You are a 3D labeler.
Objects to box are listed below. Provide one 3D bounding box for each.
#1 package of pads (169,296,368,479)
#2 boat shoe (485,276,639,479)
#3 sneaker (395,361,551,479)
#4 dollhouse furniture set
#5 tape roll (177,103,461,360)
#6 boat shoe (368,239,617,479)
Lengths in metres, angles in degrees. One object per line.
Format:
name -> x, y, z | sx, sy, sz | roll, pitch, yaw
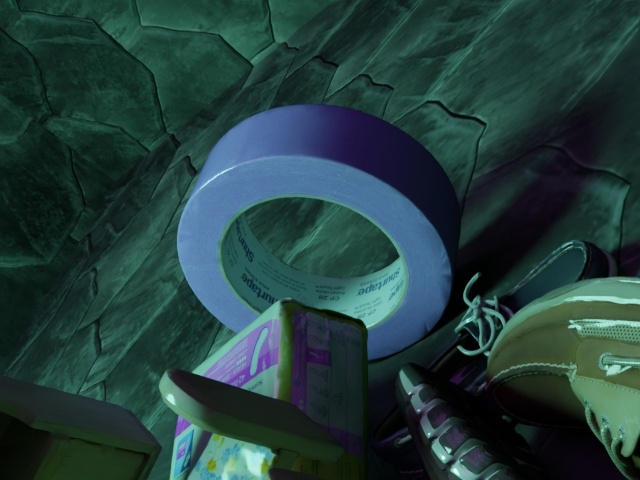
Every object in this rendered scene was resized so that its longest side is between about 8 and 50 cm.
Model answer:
package of pads -> -0.051, 0.221, 0.901 | 0.229, 0.101, 0.296 | -40, 39, 47
boat shoe -> 0.216, 0.095, 0.647 | 0.324, 0.123, 0.116 | -22, 37, 56
sneaker -> 0.086, 0.210, 0.702 | 0.162, 0.106, 0.281 | -53, 31, 10
dollhouse furniture set -> -0.181, 0.246, 0.699 | 0.394, 0.257, 0.362 | 33, 96, 48
tape roll -> 0.000, 0.000, 1.038 | 0.275, 0.275, 0.090 | -36, 24, 36
boat shoe -> 0.141, 0.093, 0.860 | 0.254, 0.079, 0.095 | -49, 21, 7
